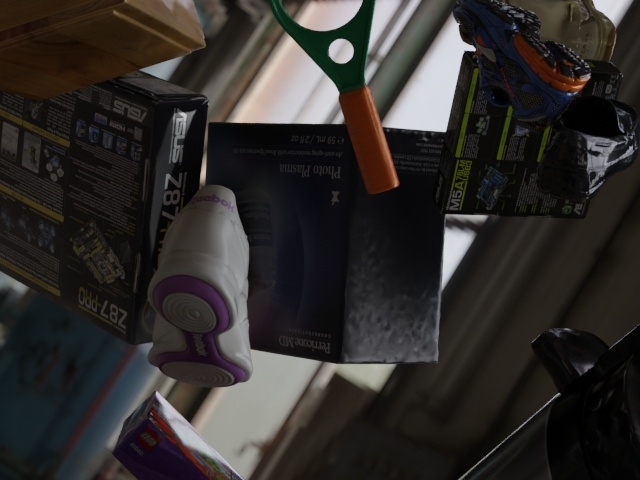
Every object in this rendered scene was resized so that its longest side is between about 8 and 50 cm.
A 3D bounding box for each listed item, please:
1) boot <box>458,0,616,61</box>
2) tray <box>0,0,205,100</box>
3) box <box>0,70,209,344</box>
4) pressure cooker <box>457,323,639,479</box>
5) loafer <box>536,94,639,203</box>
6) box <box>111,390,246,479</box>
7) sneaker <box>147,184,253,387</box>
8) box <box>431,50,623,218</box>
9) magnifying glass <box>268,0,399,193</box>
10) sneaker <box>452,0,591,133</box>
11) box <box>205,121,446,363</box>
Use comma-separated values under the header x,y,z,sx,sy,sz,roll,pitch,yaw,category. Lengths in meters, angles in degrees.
x,y,z,sx,sy,sz,roll,pitch,yaw,category
0.294,-0.321,2.548,0.203,0.095,0.262,8,21,-14,boot
-0.251,-0.211,1.745,0.411,0.203,0.076,-1,73,-83,tray
-0.309,-0.078,2.254,0.097,0.318,0.395,-5,20,-42,box
0.232,0.278,1.146,0.370,0.420,0.375,38,25,-15,pressure cooker
0.265,-0.102,1.680,0.076,0.078,0.223,19,25,17,loafer
-0.097,0.293,1.882,0.293,0.057,0.201,46,0,-5,box
-0.112,0.055,1.822,0.114,0.152,0.305,12,-27,0,sneaker
0.233,-0.117,1.994,0.184,0.190,0.045,2,28,-14,box
0.020,-0.152,1.491,0.026,0.092,0.231,-83,156,-81,magnifying glass
0.181,-0.179,1.734,0.083,0.087,0.221,15,23,-26,sneaker
0.000,0.000,2.237,0.183,0.294,0.296,1,2,-41,box
